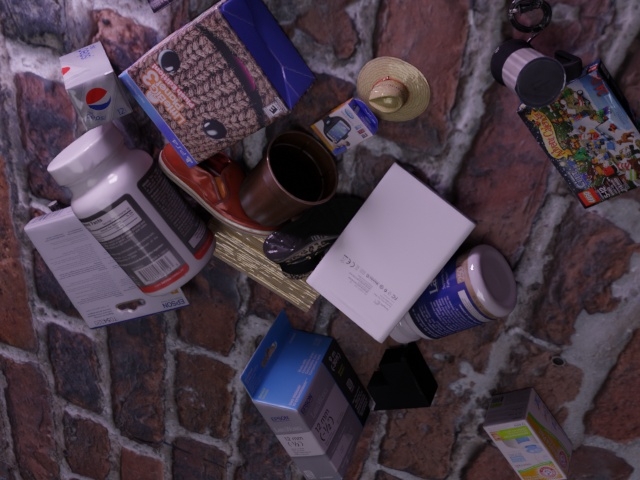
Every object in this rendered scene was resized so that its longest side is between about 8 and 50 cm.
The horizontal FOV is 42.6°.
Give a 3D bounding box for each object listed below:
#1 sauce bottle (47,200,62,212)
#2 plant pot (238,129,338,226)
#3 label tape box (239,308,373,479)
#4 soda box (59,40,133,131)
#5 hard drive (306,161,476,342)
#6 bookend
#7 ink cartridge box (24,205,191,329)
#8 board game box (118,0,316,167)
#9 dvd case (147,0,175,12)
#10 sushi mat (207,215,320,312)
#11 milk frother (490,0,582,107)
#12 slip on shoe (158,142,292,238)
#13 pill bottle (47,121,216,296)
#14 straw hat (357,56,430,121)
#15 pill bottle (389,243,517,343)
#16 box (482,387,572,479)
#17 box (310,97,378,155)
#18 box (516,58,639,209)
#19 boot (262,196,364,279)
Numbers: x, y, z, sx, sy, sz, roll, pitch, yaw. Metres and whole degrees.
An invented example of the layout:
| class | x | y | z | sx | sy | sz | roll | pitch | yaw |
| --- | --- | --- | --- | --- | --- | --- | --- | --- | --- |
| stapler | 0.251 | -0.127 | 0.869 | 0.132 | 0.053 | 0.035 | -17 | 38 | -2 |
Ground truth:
| class | x | y | z | sx | sy | sz | roll | pitch | yaw |
| --- | --- | --- | --- | --- | --- | --- | --- | --- | --- |
| sauce bottle | -0.650 | -0.043 | 2.096 | 0.042 | 0.042 | 0.128 | -7 | 121 | 30 |
| plant pot | -0.076 | -0.116 | 1.692 | 0.167 | 0.167 | 0.165 | 43 | 140 | -10 |
| label tape box | -0.024 | 0.367 | 1.974 | 0.115 | 0.249 | 0.348 | -11 | 120 | 32 |
| soda box | -0.451 | -0.312 | 1.630 | 0.098 | 0.286 | 0.091 | -25 | 120 | -7 |
| hard drive | 0.138 | 0.026 | 1.652 | 0.203 | 0.040 | 0.308 | 39 | 104 | 10 |
| bookend | 0.175 | 0.324 | 1.966 | 0.157 | 0.072 | 0.156 | -13 | 118 | 34 |
| ink cartridge box | -0.523 | 0.051 | 2.060 | 0.324 | 0.071 | 0.330 | -14 | 119 | 21 |
| board game box | -0.200 | -0.315 | 1.596 | 0.291 | 0.141 | 0.232 | -23 | 113 | 37 |
| dvd case | -0.302 | -0.552 | 1.503 | 0.164 | 0.018 | 0.221 | -17 | 104 | 40 |
| sushi mat | -0.134 | 0.046 | 1.933 | 0.316 | 0.019 | 0.151 | 32 | 134 | -1 |
| milk frother | 0.345 | -0.311 | 1.340 | 0.129 | 0.135 | 0.143 | -30 | 116 | 6 |
| slip on shoe | -0.200 | -0.118 | 1.774 | 0.331 | 0.123 | 0.101 | 37 | 129 | 2 |
| pill bottle | -0.413 | -0.069 | 1.813 | 0.210 | 0.210 | 0.363 | -18 | 119 | 35 |
| straw hat | 0.127 | -0.268 | 1.530 | 0.144 | 0.061 | 0.145 | 13 | 131 | 16 |
| pill bottle | 0.260 | 0.120 | 1.709 | 0.264 | 0.153 | 0.153 | -27 | 111 | 38 |
| box | 0.483 | 0.455 | 1.899 | 0.114 | 0.103 | 0.203 | -21 | 114 | 37 |
| box | 0.051 | -0.224 | 1.608 | 0.081 | 0.028 | 0.136 | 49 | 144 | -15 |
| box | 0.477 | -0.180 | 1.441 | 0.159 | 0.044 | 0.233 | -27 | 110 | 38 |
| boot | -0.002 | -0.001 | 1.784 | 0.236 | 0.085 | 0.178 | -26 | 159 | -2 |
